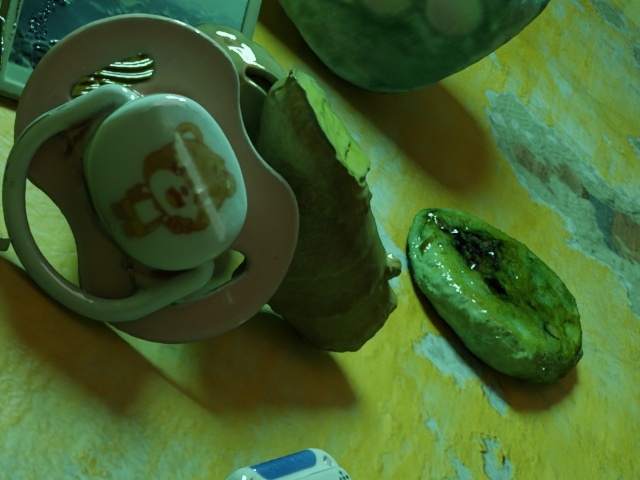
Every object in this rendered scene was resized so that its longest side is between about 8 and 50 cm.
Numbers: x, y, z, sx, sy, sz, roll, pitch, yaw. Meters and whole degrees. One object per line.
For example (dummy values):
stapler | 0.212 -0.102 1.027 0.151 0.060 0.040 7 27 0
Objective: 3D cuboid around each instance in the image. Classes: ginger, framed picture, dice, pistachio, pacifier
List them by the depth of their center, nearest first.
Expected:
pacifier | -0.165 -0.060 1.588 0.332 0.220 0.273 65 24 -10
ginger | -0.007 -0.024 1.712 0.190 0.354 0.126 -6 32 -5
pistachio | -0.095 -0.148 1.743 0.223 0.152 0.126 48 54 -45
framed picture | -0.212 -0.239 1.799 0.335 0.022 0.247 19 82 -43
dice | 0.128 -0.432 2.322 0.328 0.348 0.330 55 34 -19

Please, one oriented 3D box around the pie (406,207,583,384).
pie | 0.239 0.066 2.159 0.323 0.070 0.323 34 28 -21

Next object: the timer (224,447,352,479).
timer | 0.017 0.314 1.495 0.253 0.078 0.178 55 27 16

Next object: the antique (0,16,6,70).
antique | -0.461 -0.241 1.554 0.310 0.087 0.093 31 32 -29

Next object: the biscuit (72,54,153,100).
biscuit | -0.195 -0.123 1.775 0.228 0.031 0.176 -30 104 -41
